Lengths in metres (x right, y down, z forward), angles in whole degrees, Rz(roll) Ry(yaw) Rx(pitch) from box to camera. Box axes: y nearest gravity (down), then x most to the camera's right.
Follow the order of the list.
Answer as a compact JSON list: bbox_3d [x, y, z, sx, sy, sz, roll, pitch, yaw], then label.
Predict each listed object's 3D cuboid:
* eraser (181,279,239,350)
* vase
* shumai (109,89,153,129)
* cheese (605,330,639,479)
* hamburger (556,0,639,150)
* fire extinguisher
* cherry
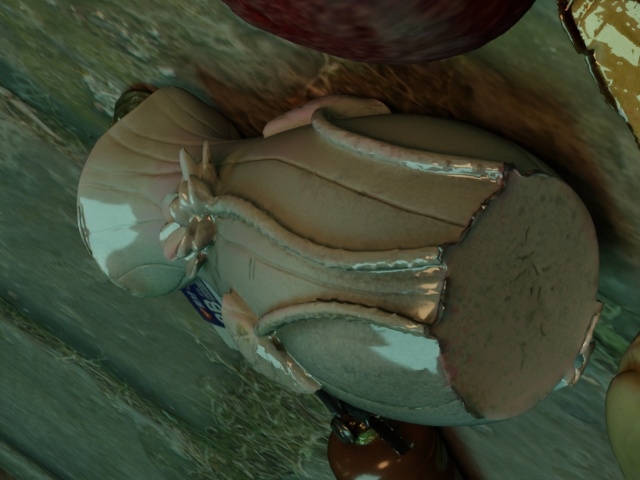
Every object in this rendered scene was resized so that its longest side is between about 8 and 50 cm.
[{"bbox_3d":[-0.087,0.035,1.815,0.124,0.068,0.210,11,146,43],"label":"eraser"},{"bbox_3d":[0.000,0.000,1.455,0.445,0.250,0.250,16,149,45],"label":"vase"},{"bbox_3d":[-0.164,-0.073,1.699,0.099,0.087,0.123,22,153,28],"label":"shumai"},{"bbox_3d":[0.343,0.156,1.383,0.266,0.127,0.233,29,155,20],"label":"cheese"},{"bbox_3d":[0.231,-0.116,1.111,0.102,0.087,0.176,-12,120,44],"label":"hamburger"},{"bbox_3d":[0.071,0.256,1.940,0.200,0.113,0.376,16,149,39],"label":"fire extinguisher"},{"bbox_3d":[0.023,-0.212,1.072,0.300,0.203,0.230,34,158,-30],"label":"cherry"}]
